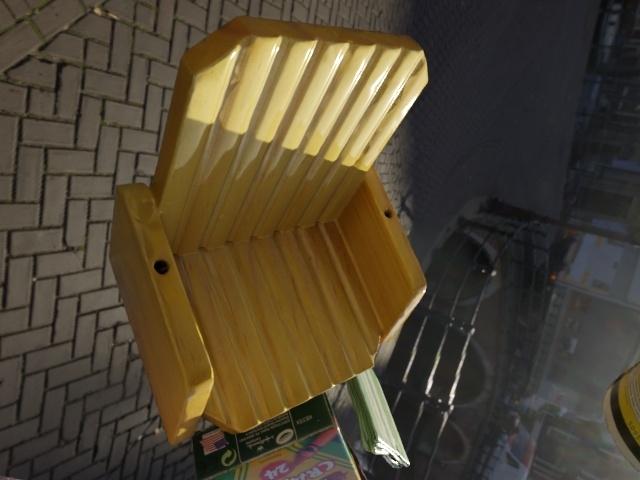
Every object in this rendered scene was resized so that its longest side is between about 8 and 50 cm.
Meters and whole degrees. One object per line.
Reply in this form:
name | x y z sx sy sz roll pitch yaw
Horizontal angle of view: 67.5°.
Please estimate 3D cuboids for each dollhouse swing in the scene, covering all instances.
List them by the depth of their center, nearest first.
dollhouse swing | 0.000 0.000 0.521 0.347 0.305 0.315 -13 75 -39

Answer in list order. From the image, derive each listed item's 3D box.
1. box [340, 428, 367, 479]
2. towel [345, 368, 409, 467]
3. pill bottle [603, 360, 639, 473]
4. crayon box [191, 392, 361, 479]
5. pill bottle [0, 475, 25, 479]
box | -0.087 0.343 0.944 0.191 0.143 0.381 -30 97 -7
towel | 0.104 0.339 1.004 0.038 0.247 0.325 -23 144 6
pill bottle | 0.327 0.107 0.357 0.119 0.119 0.208 -46 159 -38
crayon box | -0.045 0.372 0.759 0.202 0.081 0.318 -22 132 -4
pill bottle | -0.305 0.265 0.361 0.169 0.302 0.169 21 61 -43
